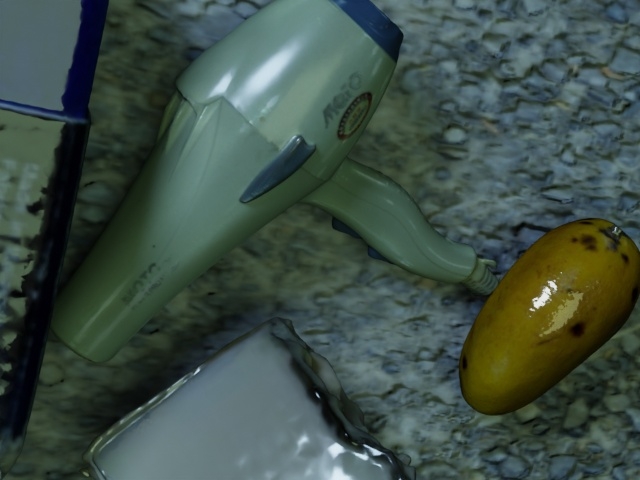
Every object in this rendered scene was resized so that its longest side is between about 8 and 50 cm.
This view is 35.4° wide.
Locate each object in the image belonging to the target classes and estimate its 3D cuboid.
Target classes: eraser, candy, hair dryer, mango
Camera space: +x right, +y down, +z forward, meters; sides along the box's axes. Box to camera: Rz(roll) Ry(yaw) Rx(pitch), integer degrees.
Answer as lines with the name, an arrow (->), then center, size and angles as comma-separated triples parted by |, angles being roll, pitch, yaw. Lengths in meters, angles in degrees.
eraser -> -0.196, -0.030, 0.587 | 0.101, 0.155, 0.332 | 9, 102, -19
candy -> -0.036, 0.175, 0.672 | 0.195, 0.185, 0.137 | -35, 144, -8
hair dryer -> -0.040, 0.005, 0.694 | 0.296, 0.119, 0.298 | -30, 125, -1
mango -> 0.172, 0.059, 0.765 | 0.178, 0.090, 0.115 | -45, 156, 3
